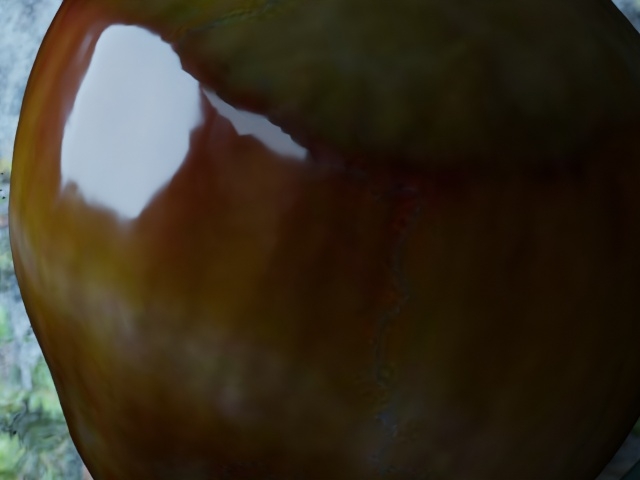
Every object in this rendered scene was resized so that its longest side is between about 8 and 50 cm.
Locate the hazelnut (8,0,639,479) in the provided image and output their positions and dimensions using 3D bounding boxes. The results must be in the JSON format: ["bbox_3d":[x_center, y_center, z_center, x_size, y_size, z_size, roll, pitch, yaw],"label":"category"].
[{"bbox_3d":[0.002,-0.008,0.940,0.365,0.366,0.366,-7,70,22],"label":"hazelnut"}]

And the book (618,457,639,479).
[{"bbox_3d":[0.320,0.102,0.856,0.379,0.031,0.264,-51,60,20],"label":"book"}]
